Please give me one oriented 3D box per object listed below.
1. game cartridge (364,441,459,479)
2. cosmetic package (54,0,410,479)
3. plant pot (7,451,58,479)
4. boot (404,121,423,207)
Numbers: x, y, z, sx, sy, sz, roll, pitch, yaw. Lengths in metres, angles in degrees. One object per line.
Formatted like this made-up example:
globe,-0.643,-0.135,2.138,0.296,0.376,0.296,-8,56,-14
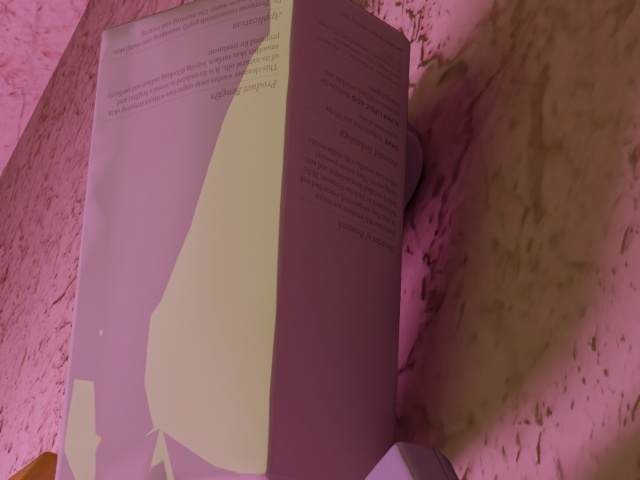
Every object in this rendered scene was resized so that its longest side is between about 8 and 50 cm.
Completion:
game cartridge,0.016,0.276,0.887,0.297,0.062,0.198,-63,17,17
cosmetic package,-0.062,0.013,1.164,0.217,0.156,0.385,-8,71,37
plant pot,-0.272,0.336,1.526,0.212,0.212,0.187,-37,26,56
boot,0.000,0.000,1.309,0.258,0.095,0.123,-57,16,9
